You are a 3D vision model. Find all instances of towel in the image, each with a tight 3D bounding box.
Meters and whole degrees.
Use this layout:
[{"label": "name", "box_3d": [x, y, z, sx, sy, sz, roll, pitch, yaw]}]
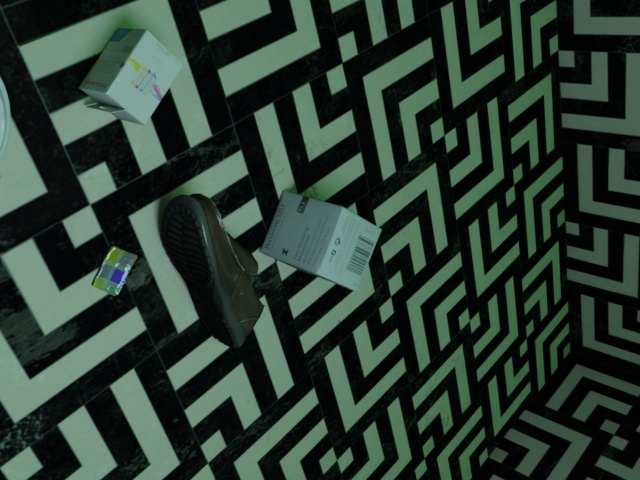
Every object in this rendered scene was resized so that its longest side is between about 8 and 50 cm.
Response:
[{"label": "towel", "box_3d": [-0.370, 0.054, 1.208, 0.060, 0.009, 0.083, 36, 76, -47]}]

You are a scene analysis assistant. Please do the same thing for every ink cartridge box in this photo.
[{"label": "ink cartridge box", "box_3d": [-0.315, -0.262, 1.102, 0.090, 0.092, 0.143, 41, 74, -46]}]

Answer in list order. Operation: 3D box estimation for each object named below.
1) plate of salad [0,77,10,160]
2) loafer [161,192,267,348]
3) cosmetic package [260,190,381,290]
[{"label": "plate of salad", "box_3d": [-0.506, -0.163, 0.932, 0.200, 0.048, 0.200, 12, 90, -79]}, {"label": "loafer", "box_3d": [-0.200, 0.046, 1.314, 0.130, 0.133, 0.366, -44, 141, -34]}, {"label": "cosmetic package", "box_3d": [0.000, 0.000, 1.455, 0.151, 0.183, 0.151, 26, 83, -48]}]
